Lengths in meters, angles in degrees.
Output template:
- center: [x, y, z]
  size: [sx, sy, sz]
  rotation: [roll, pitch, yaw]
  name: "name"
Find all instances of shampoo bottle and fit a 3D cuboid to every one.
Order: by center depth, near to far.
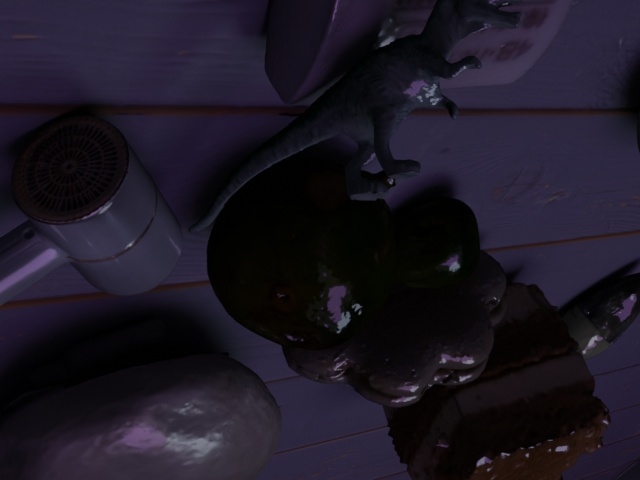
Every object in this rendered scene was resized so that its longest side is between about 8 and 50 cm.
- center: [-0.261, 0.140, 1.187]
  size: [0.165, 0.040, 0.080]
  rotation: [-19, 154, -21]
  name: "shampoo bottle"

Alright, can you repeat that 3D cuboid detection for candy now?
- center: [-0.230, 0.270, 1.257]
  size: [0.386, 0.186, 0.427]
  rotation: [-16, 155, -11]
  name: "candy"

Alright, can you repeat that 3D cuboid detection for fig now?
- center: [0.000, 0.000, 1.071]
  size: [0.245, 0.195, 0.195]
  rotation: [-42, 168, -47]
  name: "fig"
- center: [0.117, 0.015, 1.280]
  size: [0.177, 0.117, 0.117]
  rotation: [-18, 151, 1]
  name: "fig"

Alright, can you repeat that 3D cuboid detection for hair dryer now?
- center: [-0.301, 0.044, 0.903]
  size: [0.357, 0.107, 0.173]
  rotation: [-33, 151, -6]
  name: "hair dryer"

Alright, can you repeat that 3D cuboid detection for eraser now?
- center: [0.095, -0.210, 0.902]
  size: [0.270, 0.095, 0.174]
  rotation: [-11, 144, -32]
  name: "eraser"

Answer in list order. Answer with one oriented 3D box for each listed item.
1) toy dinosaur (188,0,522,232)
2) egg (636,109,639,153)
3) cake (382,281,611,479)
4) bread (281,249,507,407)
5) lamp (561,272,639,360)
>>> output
- center: [0.022, -0.071, 0.836]
  size: [0.383, 0.129, 0.076]
  rotation: [-35, 146, 21]
  name: "toy dinosaur"
- center: [0.498, -0.137, 1.288]
  size: [0.183, 0.183, 0.264]
  rotation: [-31, 157, 2]
  name: "egg"
- center: [0.250, 0.250, 1.569]
  size: [0.282, 0.290, 0.256]
  rotation: [-13, 146, -26]
  name: "cake"
- center: [0.121, 0.124, 1.371]
  size: [0.337, 0.183, 0.102]
  rotation: [-19, 142, -20]
  name: "bread"
- center: [0.503, 0.146, 1.831]
  size: [0.250, 0.101, 0.101]
  rotation: [-41, 150, 12]
  name: "lamp"
